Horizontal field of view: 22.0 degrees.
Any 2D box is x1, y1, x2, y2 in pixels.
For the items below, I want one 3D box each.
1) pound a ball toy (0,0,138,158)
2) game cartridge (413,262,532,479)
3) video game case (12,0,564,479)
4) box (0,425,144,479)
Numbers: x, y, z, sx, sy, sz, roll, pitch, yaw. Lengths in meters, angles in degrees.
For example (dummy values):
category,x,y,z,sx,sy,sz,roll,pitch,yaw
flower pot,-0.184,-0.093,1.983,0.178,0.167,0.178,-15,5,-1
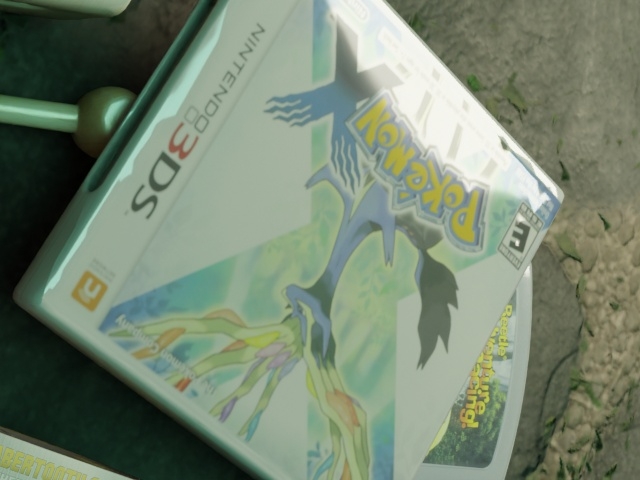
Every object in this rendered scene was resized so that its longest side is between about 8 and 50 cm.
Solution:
category,x,y,z,sx,sy,sz,roll,pitch,yaw
pound a ball toy,-0.220,-0.166,0.934,0.319,0.135,0.208,7,89,-33
game cartridge,0.062,0.087,1.190,0.196,0.060,0.294,8,89,-38
video game case,0.000,0.000,1.069,0.329,0.036,0.300,42,70,-36
box,-0.188,0.135,0.947,0.231,0.183,0.056,25,79,-32
